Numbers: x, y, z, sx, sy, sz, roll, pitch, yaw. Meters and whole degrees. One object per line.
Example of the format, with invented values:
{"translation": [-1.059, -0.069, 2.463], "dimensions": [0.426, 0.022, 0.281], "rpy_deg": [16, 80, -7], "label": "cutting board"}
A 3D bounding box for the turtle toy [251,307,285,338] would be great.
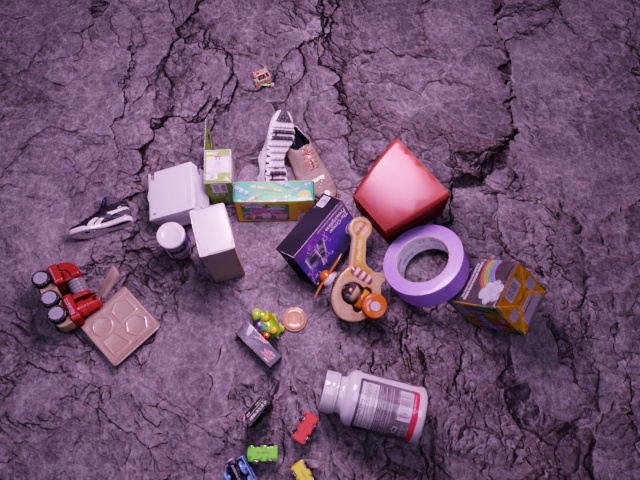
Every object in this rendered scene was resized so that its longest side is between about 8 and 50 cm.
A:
{"translation": [-0.181, 0.279, 1.756], "dimensions": [0.066, 0.095, 0.130], "rpy_deg": [-38, 75, 8], "label": "turtle toy"}

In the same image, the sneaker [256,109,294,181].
{"translation": [-0.174, -0.328, 1.889], "dimensions": [0.110, 0.118, 0.292], "rpy_deg": [2, 104, -39], "label": "sneaker"}

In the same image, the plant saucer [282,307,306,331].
{"translation": [-0.089, 0.271, 1.795], "dimensions": [0.083, 0.013, 0.083], "rpy_deg": [1, 72, -3], "label": "plant saucer"}

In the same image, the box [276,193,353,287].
{"translation": [0.000, 0.000, 1.791], "dimensions": [0.103, 0.184, 0.261], "rpy_deg": [25, 69, 42], "label": "box"}

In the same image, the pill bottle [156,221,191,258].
{"translation": [-0.495, 0.008, 1.786], "dimensions": [0.094, 0.169, 0.094], "rpy_deg": [1, 71, -3], "label": "pill bottle"}

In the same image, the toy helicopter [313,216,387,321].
{"translation": [0.104, 0.094, 1.756], "dimensions": [0.235, 0.140, 0.355], "rpy_deg": [5, 84, -5], "label": "toy helicopter"}

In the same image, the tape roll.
{"translation": [0.356, 0.083, 1.765], "dimensions": [0.275, 0.090, 0.275], "rpy_deg": [-17, 49, 20], "label": "tape roll"}

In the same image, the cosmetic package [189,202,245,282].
{"translation": [-0.332, 0.016, 1.715], "dimensions": [0.113, 0.309, 0.160], "rpy_deg": [-15, 73, -8], "label": "cosmetic package"}

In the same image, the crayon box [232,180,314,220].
{"translation": [-0.161, -0.137, 1.847], "dimensions": [0.278, 0.165, 0.081], "rpy_deg": [-1, 68, -3], "label": "crayon box"}

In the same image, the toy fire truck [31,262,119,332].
{"translation": [-0.801, 0.155, 1.743], "dimensions": [0.246, 0.158, 0.217], "rpy_deg": [-26, 68, -23], "label": "toy fire truck"}

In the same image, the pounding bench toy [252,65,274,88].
{"translation": [-0.229, -0.634, 2.073], "dimensions": [0.065, 0.052, 0.083], "rpy_deg": [-27, 75, -10], "label": "pounding bench toy"}

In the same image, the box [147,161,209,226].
{"translation": [-0.498, -0.155, 1.841], "dimensions": [0.182, 0.119, 0.181], "rpy_deg": [-13, 72, 16], "label": "box"}

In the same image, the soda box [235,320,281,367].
{"translation": [-0.206, 0.349, 1.743], "dimensions": [0.169, 0.053, 0.060], "rpy_deg": [43, 75, 11], "label": "soda box"}

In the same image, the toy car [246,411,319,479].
{"translation": [-0.117, 0.665, 1.641], "dimensions": [0.225, 0.053, 0.239], "rpy_deg": [0, 71, -2], "label": "toy car"}

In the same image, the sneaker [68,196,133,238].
{"translation": [-0.789, -0.087, 1.862], "dimensions": [0.217, 0.079, 0.121], "rpy_deg": [-16, 69, -16], "label": "sneaker"}

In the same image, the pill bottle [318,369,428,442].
{"translation": [0.160, 0.509, 1.638], "dimensions": [0.318, 0.176, 0.176], "rpy_deg": [14, 71, 3], "label": "pill bottle"}

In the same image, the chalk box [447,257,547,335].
{"translation": [0.554, 0.178, 1.739], "dimensions": [0.179, 0.289, 0.180], "rpy_deg": [40, 74, -24], "label": "chalk box"}

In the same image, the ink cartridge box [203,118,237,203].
{"translation": [-0.357, -0.283, 1.878], "dimensions": [0.097, 0.189, 0.255], "rpy_deg": [-2, 72, -3], "label": "ink cartridge box"}

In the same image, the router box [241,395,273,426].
{"translation": [-0.197, 0.540, 1.643], "dimensions": [0.038, 0.122, 0.092], "rpy_deg": [39, 74, 15], "label": "router box"}

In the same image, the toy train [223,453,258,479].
{"translation": [-0.224, 0.742, 1.583], "dimensions": [0.080, 0.105, 0.184], "rpy_deg": [-33, 75, -3], "label": "toy train"}

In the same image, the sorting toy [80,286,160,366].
{"translation": [-0.673, 0.288, 1.759], "dimensions": [0.208, 0.038, 0.193], "rpy_deg": [43, 75, 16], "label": "sorting toy"}

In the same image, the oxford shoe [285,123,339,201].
{"translation": [-0.051, -0.283, 1.920], "dimensions": [0.123, 0.130, 0.348], "rpy_deg": [-34, 76, -12], "label": "oxford shoe"}

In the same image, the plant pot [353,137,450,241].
{"translation": [0.263, -0.147, 1.832], "dimensions": [0.236, 0.267, 0.267], "rpy_deg": [-40, 77, -2], "label": "plant pot"}
